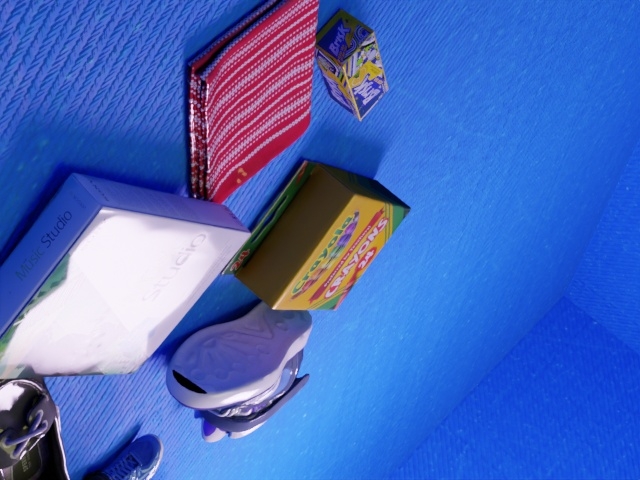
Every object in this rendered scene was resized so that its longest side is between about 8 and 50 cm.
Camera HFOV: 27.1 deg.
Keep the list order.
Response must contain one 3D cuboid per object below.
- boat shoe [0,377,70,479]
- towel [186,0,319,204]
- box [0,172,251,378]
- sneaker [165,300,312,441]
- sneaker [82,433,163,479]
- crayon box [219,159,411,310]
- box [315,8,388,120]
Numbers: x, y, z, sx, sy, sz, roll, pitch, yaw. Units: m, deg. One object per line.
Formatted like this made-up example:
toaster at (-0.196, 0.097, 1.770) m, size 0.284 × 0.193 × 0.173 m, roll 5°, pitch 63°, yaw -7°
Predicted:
boat shoe at (-0.336, 0.235, 1.524) m, size 0.112 × 0.095 × 0.335 m, roll -42°, pitch 160°, yaw -25°
towel at (-0.071, -0.160, 1.489) m, size 0.199 × 0.031 × 0.275 m, roll -43°, pitch 161°, yaw -25°
box at (-0.230, 0.048, 1.429) m, size 0.232 × 0.058 × 0.322 m, roll -50°, pitch 158°, yaw 13°
sneaker at (-0.138, 0.232, 1.936) m, size 0.323 × 0.130 × 0.236 m, roll -33°, pitch 152°, yaw -57°
sneaker at (-0.290, 0.339, 1.904) m, size 0.152 × 0.058 × 0.084 m, roll -43°, pitch 170°, yaw -2°
crayon box at (0.000, 0.000, 1.894) m, size 0.202 × 0.081 × 0.318 m, roll -54°, pitch 161°, yaw 11°
box at (0.037, -0.210, 1.609) m, size 0.059 × 0.054 × 0.169 m, roll -49°, pitch 162°, yaw -7°
